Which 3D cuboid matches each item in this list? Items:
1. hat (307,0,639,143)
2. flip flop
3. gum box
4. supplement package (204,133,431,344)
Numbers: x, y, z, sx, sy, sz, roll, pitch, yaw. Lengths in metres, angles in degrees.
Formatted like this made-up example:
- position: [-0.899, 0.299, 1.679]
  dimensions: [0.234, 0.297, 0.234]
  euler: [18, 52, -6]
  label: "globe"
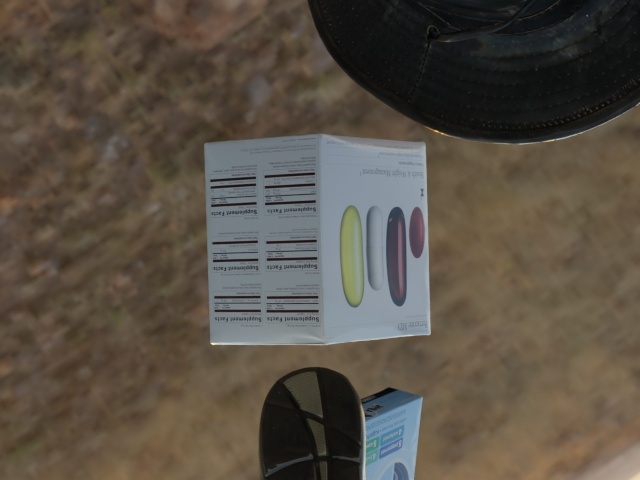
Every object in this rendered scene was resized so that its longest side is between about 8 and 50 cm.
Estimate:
- position: [0.070, -0.212, 0.920]
  dimensions: [0.331, 0.331, 0.134]
  euler: [-42, 157, 31]
  label: "hat"
- position: [-0.015, 0.238, 1.285]
  dimensions: [0.112, 0.277, 0.080]
  euler: [3, 152, 2]
  label: "flip flop"
- position: [0.030, 0.239, 1.446]
  dimensions: [0.157, 0.041, 0.184]
  euler: [-12, 111, -57]
  label: "gum box"
- position: [0.000, 0.000, 1.628]
  dimensions: [0.149, 0.203, 0.194]
  euler: [-2, 180, 36]
  label: "supplement package"
